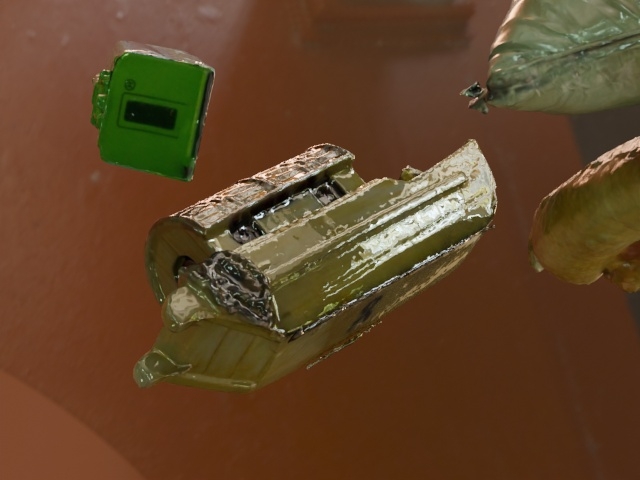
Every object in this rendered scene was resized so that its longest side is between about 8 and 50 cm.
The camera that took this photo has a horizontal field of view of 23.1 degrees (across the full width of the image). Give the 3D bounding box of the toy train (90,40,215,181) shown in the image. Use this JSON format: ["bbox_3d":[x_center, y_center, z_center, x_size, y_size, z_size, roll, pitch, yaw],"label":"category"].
[{"bbox_3d":[-0.076,-0.061,0.666,0.042,0.209,0.044,12,96,-10],"label":"toy train"}]

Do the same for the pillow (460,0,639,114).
[{"bbox_3d":[0.201,-0.120,0.587,0.185,0.302,0.075,-52,121,-69],"label":"pillow"}]

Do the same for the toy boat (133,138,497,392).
[{"bbox_3d":[0.000,0.000,0.719,0.088,0.068,0.226,45,45,16],"label":"toy boat"}]

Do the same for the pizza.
[{"bbox_3d":[0.210,-0.030,0.704,0.197,0.292,0.058,-7,76,-36],"label":"pizza"}]
